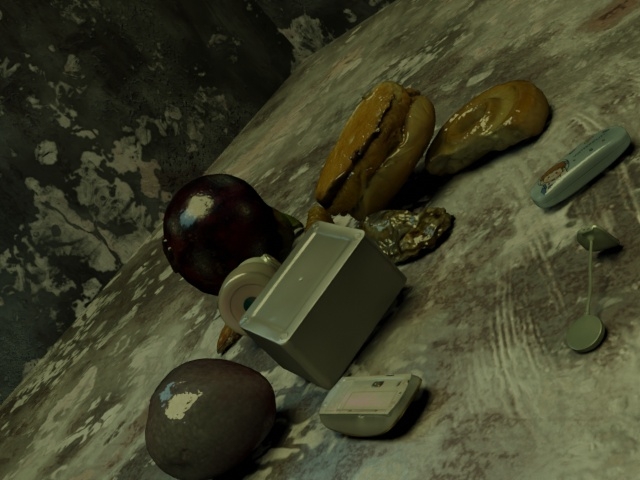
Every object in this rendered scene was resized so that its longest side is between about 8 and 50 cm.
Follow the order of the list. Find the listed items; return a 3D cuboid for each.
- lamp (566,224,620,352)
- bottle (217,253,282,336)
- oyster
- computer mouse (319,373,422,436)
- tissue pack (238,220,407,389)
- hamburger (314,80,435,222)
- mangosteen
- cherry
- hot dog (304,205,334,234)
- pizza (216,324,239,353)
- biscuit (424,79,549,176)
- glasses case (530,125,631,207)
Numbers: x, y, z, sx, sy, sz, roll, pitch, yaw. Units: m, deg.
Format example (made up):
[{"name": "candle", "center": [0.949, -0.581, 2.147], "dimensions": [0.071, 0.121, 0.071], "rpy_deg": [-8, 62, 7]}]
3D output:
[{"name": "lamp", "center": [0.354, 0.066, 1.086], "dimensions": [0.050, 0.056, 0.198], "rpy_deg": [-24, 37, 42]}, {"name": "bottle", "center": [-0.140, 0.108, 1.852], "dimensions": [0.147, 0.147, 0.236], "rpy_deg": [-40, 10, 9]}, {"name": "oyster", "center": [0.124, -0.004, 1.666], "dimensions": [0.345, 0.079, 0.128], "rpy_deg": [-12, 43, 53]}, {"name": "computer mouse", "center": [0.073, 0.239, 1.239], "dimensions": [0.199, 0.045, 0.102], "rpy_deg": [-18, 29, 53]}, {"name": "tissue pack", "center": [0.004, 0.105, 1.466], "dimensions": [0.159, 0.136, 0.246], "rpy_deg": [15, 63, 52]}, {"name": "hamburger", "center": [0.117, -0.182, 1.817], "dimensions": [0.304, 0.174, 0.284], "rpy_deg": [-59, 4, 30]}, {"name": "mangosteen", "center": [-0.214, -0.028, 2.081], "dimensions": [0.360, 0.306, 0.306], "rpy_deg": [-26, 13, -18]}, {"name": "cherry", "center": [-0.196, 0.303, 1.436], "dimensions": [0.266, 0.183, 0.213], "rpy_deg": [-22, 38, 18]}, {"name": "hot dog", "center": [0.000, -0.001, 1.905], "dimensions": [0.068, 0.083, 0.289], "rpy_deg": [-18, 24, 12]}, {"name": "pizza", "center": [-0.206, 0.220, 1.913], "dimensions": [0.100, 0.029, 0.099], "rpy_deg": [-18, 38, 57]}, {"name": "biscuit", "center": [0.334, -0.237, 1.710], "dimensions": [0.274, 0.091, 0.213], "rpy_deg": [-30, 23, 40]}, {"name": "glasses case", "center": [0.412, -0.117, 1.341], "dimensions": [0.178, 0.045, 0.067], "rpy_deg": [-40, 17, 10]}]
